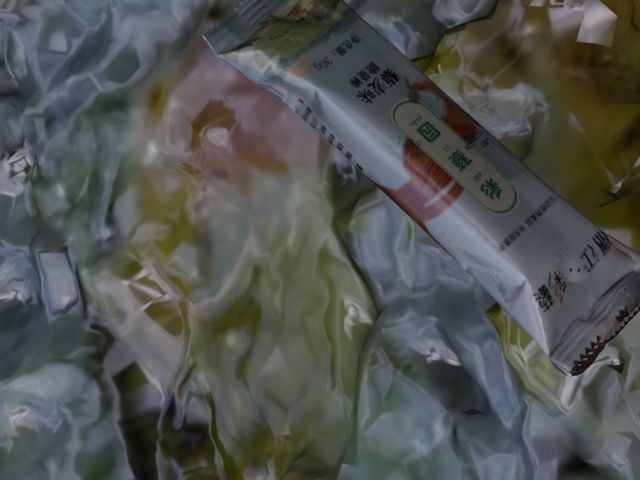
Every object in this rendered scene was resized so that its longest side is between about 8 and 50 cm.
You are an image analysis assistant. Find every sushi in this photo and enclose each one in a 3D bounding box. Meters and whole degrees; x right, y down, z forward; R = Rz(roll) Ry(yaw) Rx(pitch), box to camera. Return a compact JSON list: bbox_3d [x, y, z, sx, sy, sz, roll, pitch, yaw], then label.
[{"bbox_3d":[0.019,0.049,0.611,0.351,0.240,0.396,-32,68,30],"label":"sushi"}]

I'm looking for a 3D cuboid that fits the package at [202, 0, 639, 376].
[{"bbox_3d":[0.024,-0.018,0.415,0.110,0.037,0.015,42,145,9],"label":"package"}]
